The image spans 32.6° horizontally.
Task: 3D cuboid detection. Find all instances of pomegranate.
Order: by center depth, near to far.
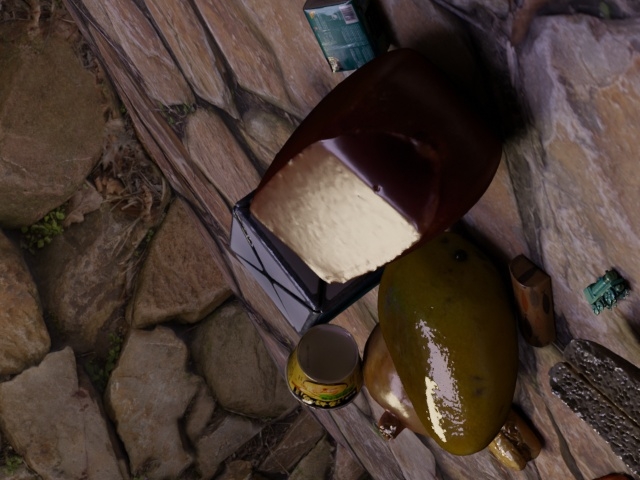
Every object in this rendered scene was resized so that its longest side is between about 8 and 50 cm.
[{"bbox_3d":[0.192,0.243,1.972,0.252,0.270,0.229,46,172,-8],"label":"pomegranate"}]

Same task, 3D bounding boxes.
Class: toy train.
[{"bbox_3d":[0.376,0.067,1.438,0.092,0.029,0.045,104,144,-68],"label":"toy train"}]

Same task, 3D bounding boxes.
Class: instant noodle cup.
[{"bbox_3d":[0.012,0.223,2.004,0.151,0.151,0.122,49,160,18],"label":"instant noodle cup"}]

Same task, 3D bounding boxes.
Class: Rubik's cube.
[{"bbox_3d":[0.000,0.000,2.037,0.255,0.259,0.260,49,167,10],"label":"Rubik's cube"}]

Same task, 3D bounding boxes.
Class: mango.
[{"bbox_3d":[0.203,0.167,1.754,0.253,0.182,0.365,-5,91,64],"label":"mango"}]

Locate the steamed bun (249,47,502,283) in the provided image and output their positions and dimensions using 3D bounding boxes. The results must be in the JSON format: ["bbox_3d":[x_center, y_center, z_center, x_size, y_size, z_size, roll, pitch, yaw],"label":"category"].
[{"bbox_3d":[0.086,-0.107,1.474,0.235,0.248,0.379,43,152,-6],"label":"steamed bun"}]

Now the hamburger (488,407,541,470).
[{"bbox_3d":[0.365,0.384,2.158,0.138,0.083,0.147,49,168,0],"label":"hamburger"}]

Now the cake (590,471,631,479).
[{"bbox_3d":[0.507,0.470,1.920,0.098,0.135,0.287,45,-175,13],"label":"cake"}]

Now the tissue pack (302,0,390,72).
[{"bbox_3d":[0.040,-0.304,1.528,0.085,0.079,0.111,-3,133,31],"label":"tissue pack"}]

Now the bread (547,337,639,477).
[{"bbox_3d":[0.440,0.249,1.396,0.183,0.102,0.337,29,-170,-33],"label":"bread"}]

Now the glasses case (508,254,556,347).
[{"bbox_3d":[0.320,0.097,1.670,0.064,0.041,0.170,44,165,37],"label":"glasses case"}]
